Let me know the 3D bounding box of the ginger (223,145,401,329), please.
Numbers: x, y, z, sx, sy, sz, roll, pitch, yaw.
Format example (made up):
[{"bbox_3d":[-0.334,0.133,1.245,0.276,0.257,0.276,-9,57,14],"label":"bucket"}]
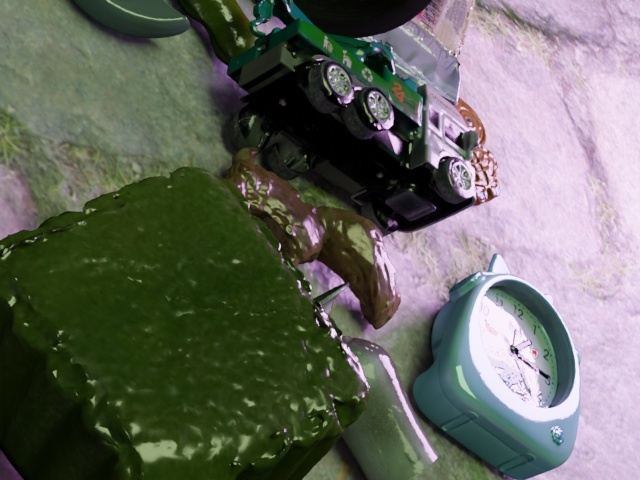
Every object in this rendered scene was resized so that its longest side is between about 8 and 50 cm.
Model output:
[{"bbox_3d":[-0.002,-0.002,1.792,0.290,0.084,0.122,37,39,-23],"label":"ginger"}]

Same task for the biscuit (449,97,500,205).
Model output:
[{"bbox_3d":[0.201,-0.135,2.108,0.124,0.026,0.175,-20,81,-47],"label":"biscuit"}]

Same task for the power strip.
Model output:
[{"bbox_3d":[-0.241,-0.362,1.772,0.167,0.054,0.253,-1,73,-31],"label":"power strip"}]

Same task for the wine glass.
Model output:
[{"bbox_3d":[0.044,0.172,1.720,0.103,0.103,0.231,-29,91,-48],"label":"wine glass"}]

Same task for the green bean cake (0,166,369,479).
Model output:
[{"bbox_3d":[-0.158,0.122,1.456,0.335,0.218,0.319,-19,67,-41],"label":"green bean cake"}]

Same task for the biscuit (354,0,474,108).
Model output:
[{"bbox_3d":[0.151,-0.330,2.136,0.186,0.079,0.309,36,44,-16],"label":"biscuit"}]

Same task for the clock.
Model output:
[{"bbox_3d":[0.237,0.152,1.926,0.223,0.094,0.274,39,43,-21],"label":"clock"}]

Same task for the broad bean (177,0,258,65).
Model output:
[{"bbox_3d":[-0.155,-0.339,1.869,0.098,0.056,0.318,-11,73,-46],"label":"broad bean"}]

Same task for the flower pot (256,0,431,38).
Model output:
[{"bbox_3d":[0.049,-0.474,1.988,0.293,0.293,0.330,40,37,-19],"label":"flower pot"}]

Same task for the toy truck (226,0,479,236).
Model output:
[{"bbox_3d":[0.042,-0.157,1.849,0.363,0.176,0.178,36,46,-31],"label":"toy truck"}]
